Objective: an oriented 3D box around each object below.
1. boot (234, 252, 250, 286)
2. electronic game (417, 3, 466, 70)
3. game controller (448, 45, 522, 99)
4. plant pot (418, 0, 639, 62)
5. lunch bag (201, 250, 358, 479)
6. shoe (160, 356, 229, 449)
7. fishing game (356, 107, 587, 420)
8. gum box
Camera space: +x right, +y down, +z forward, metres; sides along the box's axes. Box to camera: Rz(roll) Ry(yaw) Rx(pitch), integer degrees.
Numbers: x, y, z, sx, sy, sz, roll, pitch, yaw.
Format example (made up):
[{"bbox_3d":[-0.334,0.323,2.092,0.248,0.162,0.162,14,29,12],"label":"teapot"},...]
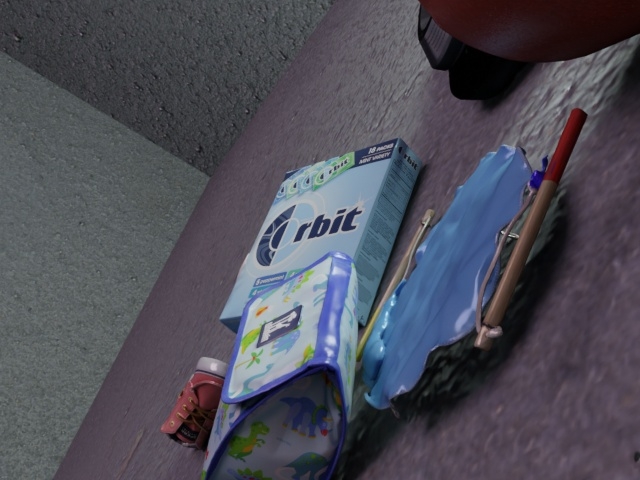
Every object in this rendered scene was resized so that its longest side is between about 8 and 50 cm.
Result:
[{"bbox_3d":[-0.029,0.021,0.870,0.190,0.069,0.086,-53,18,13],"label":"boot"},{"bbox_3d":[0.127,-0.259,0.681,0.229,0.048,0.229,-168,90,-88],"label":"electronic game"},{"bbox_3d":[0.167,-0.247,0.749,0.166,0.067,0.319,-51,14,30],"label":"game controller"},{"bbox_3d":[0.146,-0.214,0.370,0.272,0.272,0.265,-61,5,-7],"label":"plant pot"},{"bbox_3d":[-0.018,0.097,0.559,0.129,0.096,0.151,-81,16,-58],"label":"lunch bag"},{"bbox_3d":[-0.130,0.187,0.899,0.081,0.063,0.178,-66,9,-24],"label":"shoe"},{"bbox_3d":[0.083,0.027,0.505,0.189,0.041,0.264,-63,5,-17],"label":"fishing game"},{"bbox_3d":[0.000,0.000,0.751,0.157,0.041,0.184,-13,44,44],"label":"gum box"}]
